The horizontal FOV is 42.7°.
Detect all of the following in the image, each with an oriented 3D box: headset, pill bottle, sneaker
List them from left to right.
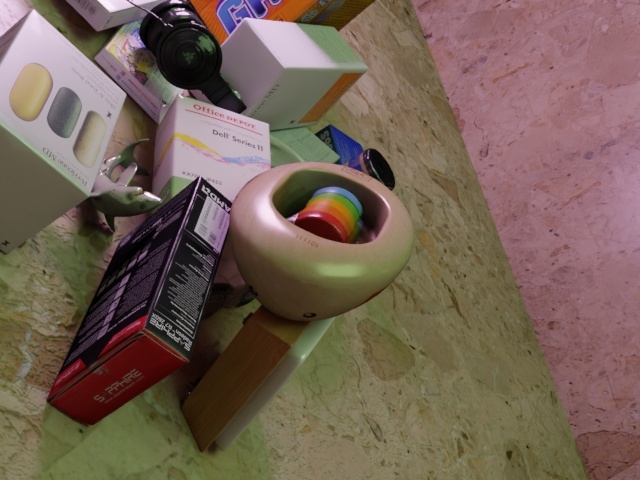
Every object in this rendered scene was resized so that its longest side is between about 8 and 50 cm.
[{"bbox_3d":[-0.264,-0.419,1.663,0.394,0.185,0.243,47,5,-43],"label":"headset"},{"bbox_3d":[-0.212,0.072,1.564,0.129,0.111,0.297,49,21,14],"label":"sneaker"},{"bbox_3d":[0.072,-0.134,2.096,0.123,0.219,0.123,41,33,-33],"label":"pill bottle"}]

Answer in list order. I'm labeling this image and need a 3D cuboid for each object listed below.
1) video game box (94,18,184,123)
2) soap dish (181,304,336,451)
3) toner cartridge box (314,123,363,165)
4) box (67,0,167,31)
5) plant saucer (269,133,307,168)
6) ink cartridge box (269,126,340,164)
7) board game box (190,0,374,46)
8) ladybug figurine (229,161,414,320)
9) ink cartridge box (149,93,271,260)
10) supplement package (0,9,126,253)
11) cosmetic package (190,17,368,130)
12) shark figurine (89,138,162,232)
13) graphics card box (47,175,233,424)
[{"bbox_3d":[-0.373,-0.373,1.749,0.187,0.048,0.205,49,28,-25],"label":"video game box"},{"bbox_3d":[-0.106,0.204,1.415,0.118,0.291,0.229,39,29,2],"label":"soap dish"},{"bbox_3d":[0.083,-0.142,2.284,0.165,0.075,0.348,25,43,-48],"label":"toner cartridge box"},{"bbox_3d":[-0.458,-0.566,1.729,0.232,0.058,0.322,44,27,-4],"label":"box"},{"bbox_3d":[-0.106,-0.059,1.831,0.400,0.100,0.400,37,35,-31],"label":"plant saucer"},{"bbox_3d":[-0.073,-0.248,2.126,0.224,0.045,0.223,42,27,1],"label":"ink cartridge box"},{"bbox_3d":[-0.110,-0.702,2.156,0.356,0.356,0.356,57,27,3],"label":"board game box"},{"bbox_3d":[0.000,0.000,1.392,0.305,0.162,0.449,24,28,9],"label":"ladybug figurine"},{"bbox_3d":[-0.210,-0.148,1.588,0.207,0.119,0.353,15,49,-26],"label":"ink cartridge box"},{"bbox_3d":[-0.454,-0.164,1.236,0.199,0.198,0.263,43,32,-32],"label":"supplement package"},{"bbox_3d":[-0.089,-0.403,2.020,0.161,0.230,0.453,52,29,10],"label":"cosmetic package"},{"bbox_3d":[-0.368,-0.079,1.453,0.278,0.166,0.116,-120,-161,-60],"label":"shark figurine"},{"bbox_3d":[-0.268,0.084,1.279,0.094,0.233,0.371,40,32,-24],"label":"graphics card box"}]
